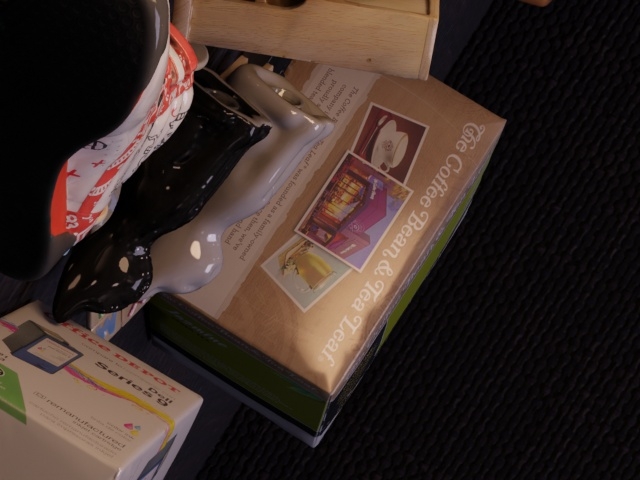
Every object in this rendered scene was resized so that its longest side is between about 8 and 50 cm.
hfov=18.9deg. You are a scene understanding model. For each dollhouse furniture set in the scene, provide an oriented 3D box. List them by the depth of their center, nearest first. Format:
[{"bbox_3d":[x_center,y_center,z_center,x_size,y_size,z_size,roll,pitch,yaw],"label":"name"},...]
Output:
[{"bbox_3d":[0.007,-0.237,1.168,0.212,0.161,0.242,-82,-178,-60],"label":"dollhouse furniture set"}]

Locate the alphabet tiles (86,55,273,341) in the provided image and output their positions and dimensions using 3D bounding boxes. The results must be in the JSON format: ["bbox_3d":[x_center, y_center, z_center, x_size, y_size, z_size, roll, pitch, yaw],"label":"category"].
[{"bbox_3d":[-0.113,-0.037,1.562,0.237,0.009,0.198,-46,158,-34],"label":"alphabet tiles"}]

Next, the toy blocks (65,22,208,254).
[{"bbox_3d":[-0.138,-0.062,1.268,0.148,0.054,0.123,-61,173,31],"label":"toy blocks"}]

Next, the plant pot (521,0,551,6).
[{"bbox_3d":[0.149,-0.325,1.569,0.291,0.203,0.291,-56,175,-8],"label":"plant pot"}]

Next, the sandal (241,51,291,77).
[{"bbox_3d":[-0.057,-0.116,1.673,0.254,0.054,0.097,-60,174,22],"label":"sandal"}]

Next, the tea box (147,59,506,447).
[{"bbox_3d":[0.000,0.000,1.968,0.329,0.220,0.323,-57,175,-16],"label":"tea box"}]

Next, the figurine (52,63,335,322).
[{"bbox_3d":[-0.103,-0.030,1.469,0.209,0.092,0.215,-56,165,15],"label":"figurine"}]

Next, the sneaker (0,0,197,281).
[{"bbox_3d":[-0.119,-0.100,1.062,0.145,0.090,0.270,-55,177,-39],"label":"sneaker"}]

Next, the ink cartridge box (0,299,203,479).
[{"bbox_3d":[-0.191,0.131,1.352,0.093,0.154,0.212,-61,173,11],"label":"ink cartridge box"}]
